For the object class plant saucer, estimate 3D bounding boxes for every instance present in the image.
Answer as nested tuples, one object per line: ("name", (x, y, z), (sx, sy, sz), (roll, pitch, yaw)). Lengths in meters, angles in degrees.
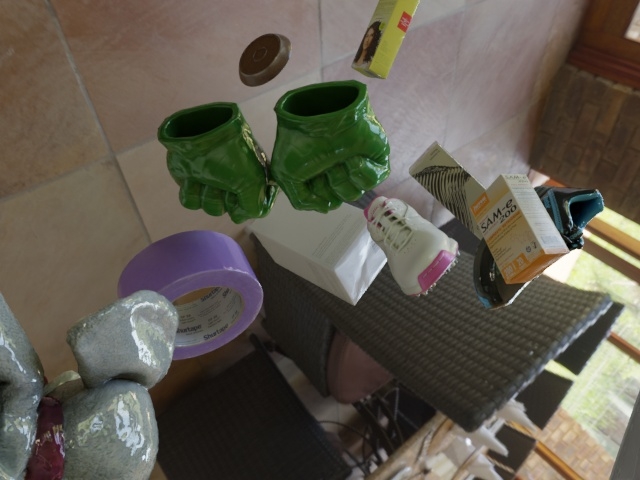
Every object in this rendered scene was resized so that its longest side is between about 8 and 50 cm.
("plant saucer", (-0.154, -0.484, 1.270), (0.168, 0.168, 0.029), (-49, 143, 0))

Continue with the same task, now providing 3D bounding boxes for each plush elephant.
("plush elephant", (-0.249, 0.151, 0.379), (0.255, 0.329, 0.272), (36, 65, -55))

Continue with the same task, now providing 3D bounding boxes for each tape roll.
("tape roll", (-0.183, 0.081, 0.687), (0.188, 0.080, 0.189), (-20, 141, -17))

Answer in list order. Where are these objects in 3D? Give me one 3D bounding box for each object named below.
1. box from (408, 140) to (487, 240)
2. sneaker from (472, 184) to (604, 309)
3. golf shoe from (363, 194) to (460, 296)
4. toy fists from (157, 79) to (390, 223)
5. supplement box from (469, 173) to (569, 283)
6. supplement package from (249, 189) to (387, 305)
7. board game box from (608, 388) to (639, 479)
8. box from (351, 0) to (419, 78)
("box", (0.370, -0.132, 1.284), (0.113, 0.275, 0.094), (-48, -176, 18))
("sneaker", (0.428, 0.000, 0.955), (0.341, 0.139, 0.125), (-47, 114, -22))
("golf shoe", (0.131, -0.002, 0.791), (0.115, 0.140, 0.306), (-49, -174, 8))
("toy fists", (-0.055, -0.091, 0.581), (0.278, 0.096, 0.142), (-7, 137, 14))
("supplement box", (0.203, -0.013, 0.502), (0.036, 0.099, 0.062), (-3, 148, -23))
("supplement package", (0.000, 0.000, 1.230), (0.175, 0.292, 0.178), (-52, 143, -17))
("board game box", (0.456, 0.331, 0.643), (0.390, 0.050, 0.391), (-31, 129, -55))
("box", (0.154, -0.487, 1.083), (0.058, 0.087, 0.233), (19, 99, -33))
